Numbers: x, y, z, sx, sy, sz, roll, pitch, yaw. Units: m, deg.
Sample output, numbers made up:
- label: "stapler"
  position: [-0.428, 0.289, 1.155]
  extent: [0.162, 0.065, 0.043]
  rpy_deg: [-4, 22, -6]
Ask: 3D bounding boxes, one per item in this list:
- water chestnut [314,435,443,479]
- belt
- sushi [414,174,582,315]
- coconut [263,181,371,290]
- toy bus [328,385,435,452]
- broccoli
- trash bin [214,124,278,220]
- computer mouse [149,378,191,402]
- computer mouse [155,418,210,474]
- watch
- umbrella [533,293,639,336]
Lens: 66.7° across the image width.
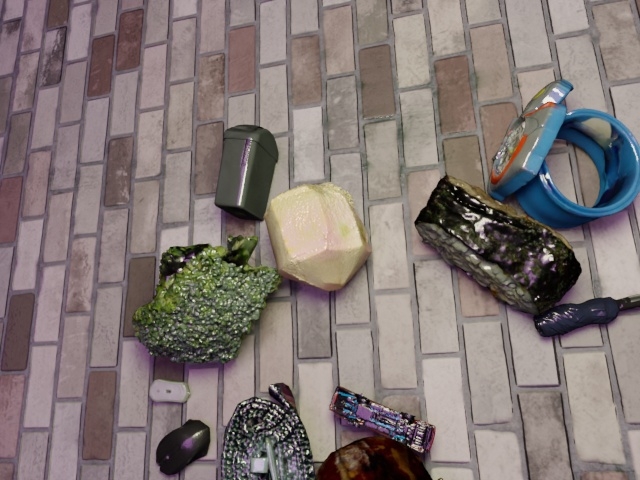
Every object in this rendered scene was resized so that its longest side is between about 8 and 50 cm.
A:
- label: "water chestnut"
  position: [0.097, 0.567, 0.921]
  extent: [0.347, 0.335, 0.335]
  rpy_deg: [-40, 70, -3]
- label: "belt"
  position: [-0.121, 0.485, 1.087]
  extent: [0.207, 0.160, 0.294]
  rpy_deg: [-15, 72, -9]
- label: "sushi"
  position: [0.381, 0.007, 1.062]
  extent: [0.350, 0.211, 0.170]
  rpy_deg: [37, 83, 15]
- label: "coconut"
  position: [0.000, 0.000, 1.148]
  extent: [0.233, 0.233, 0.245]
  rpy_deg: [-25, 70, 7]
- label: "toy bus"
  position: [0.136, 0.394, 1.078]
  extent: [0.235, 0.096, 0.073]
  rpy_deg: [18, 80, 19]
- label: "broccoli"
  position: [-0.267, 0.138, 1.162]
  extent: [0.277, 0.338, 0.317]
  rpy_deg: [28, 60, -8]
- label: "trash bin"
  position: [-0.191, -0.183, 1.275]
  extent: [0.101, 0.177, 0.236]
  rpy_deg: [7, 81, 15]
- label: "computer mouse"
  position: [-0.383, 0.389, 1.252]
  extent: [0.111, 0.032, 0.055]
  rpy_deg: [4, 78, 5]
- label: "computer mouse"
  position: [-0.344, 0.510, 1.195]
  extent: [0.172, 0.057, 0.099]
  rpy_deg: [-39, 72, 6]
- label: "watch"
  position: [0.550, -0.189, 1.075]
  extent: [0.275, 0.241, 0.305]
  rpy_deg: [27, 81, 3]
- label: "umbrella"
  position: [0.584, 0.150, 1.046]
  extent: [0.249, 0.071, 0.070]
  rpy_deg: [-19, 72, 5]
